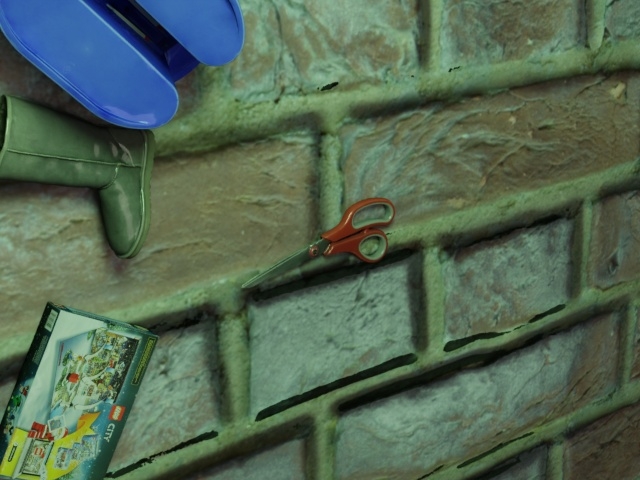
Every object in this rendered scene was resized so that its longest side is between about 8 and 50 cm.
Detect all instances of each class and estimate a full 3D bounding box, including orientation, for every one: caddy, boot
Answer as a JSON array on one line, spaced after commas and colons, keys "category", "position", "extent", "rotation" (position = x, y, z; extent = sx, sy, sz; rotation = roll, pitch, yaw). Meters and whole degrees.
[{"category": "caddy", "position": [-0.247, -0.296, 1.268], "extent": [0.241, 0.179, 0.341], "rotation": [-42, 130, 7]}, {"category": "boot", "position": [-0.312, -0.075, 1.349], "extent": [0.208, 0.076, 0.190], "rotation": [4, 87, -47]}]

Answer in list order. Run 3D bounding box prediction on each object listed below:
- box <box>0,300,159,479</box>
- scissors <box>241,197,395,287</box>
[{"category": "box", "position": [-0.330, 0.213, 1.447], "extent": [0.159, 0.044, 0.233], "rotation": [22, 90, -41]}, {"category": "scissors", "position": [0.000, 0.000, 1.671], "extent": [0.297, 0.021, 0.109], "rotation": [-11, 113, -36]}]
